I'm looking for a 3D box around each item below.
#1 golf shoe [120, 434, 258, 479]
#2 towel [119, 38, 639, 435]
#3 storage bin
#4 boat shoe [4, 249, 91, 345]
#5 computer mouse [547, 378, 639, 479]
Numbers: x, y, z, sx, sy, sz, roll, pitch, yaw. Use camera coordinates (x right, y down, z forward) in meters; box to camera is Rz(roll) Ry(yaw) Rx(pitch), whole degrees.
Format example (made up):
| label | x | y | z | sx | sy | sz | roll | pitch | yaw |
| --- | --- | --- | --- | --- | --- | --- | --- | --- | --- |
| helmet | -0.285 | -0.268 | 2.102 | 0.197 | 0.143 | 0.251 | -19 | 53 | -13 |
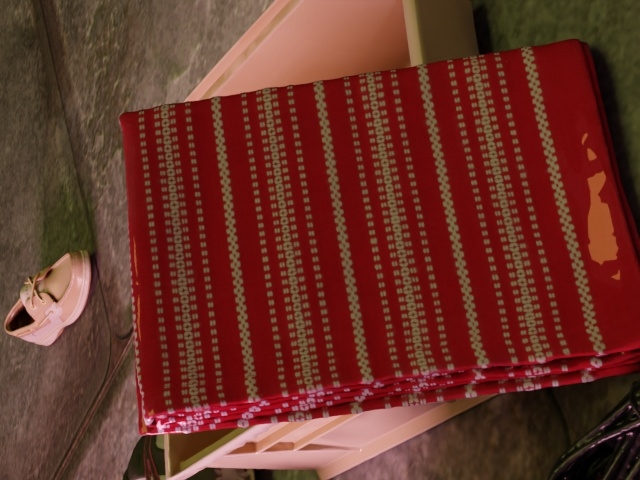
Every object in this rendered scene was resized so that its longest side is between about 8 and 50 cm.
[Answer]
| label | x | y | z | sx | sy | sz | roll | pitch | yaw |
| --- | --- | --- | --- | --- | --- | --- | --- | --- | --- |
| golf shoe | -0.086 | 0.205 | 0.988 | 0.273 | 0.105 | 0.120 | 30 | 101 | 59 |
| towel | 0.029 | -0.006 | 0.713 | 0.031 | 0.274 | 0.199 | 72 | -169 | -65 |
| storage bin | 0.000 | 0.000 | 0.864 | 0.260 | 0.123 | 0.262 | -39 | 50 | 51 |
| boat shoe | -0.299 | 0.064 | 1.441 | 0.170 | 0.059 | 0.063 | -49 | 43 | 44 |
| computer mouse | 0.174 | 0.159 | 0.577 | 0.184 | 0.060 | 0.262 | -58 | 37 | 34 |
